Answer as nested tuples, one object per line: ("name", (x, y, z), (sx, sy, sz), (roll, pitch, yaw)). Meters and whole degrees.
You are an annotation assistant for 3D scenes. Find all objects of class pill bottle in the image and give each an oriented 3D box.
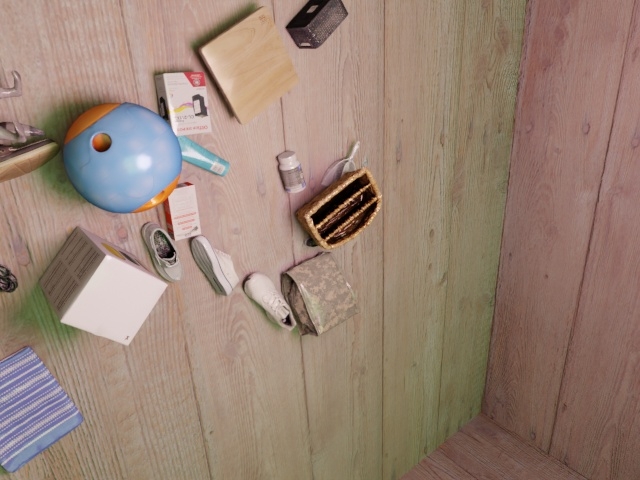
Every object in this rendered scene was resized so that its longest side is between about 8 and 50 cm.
("pill bottle", (-0.104, -0.247, 1.739), (0.078, 0.078, 0.137), (-33, 126, -27))

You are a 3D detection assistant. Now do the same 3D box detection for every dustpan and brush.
("dustpan and brush", (0.100, -0.295, 1.907), (0.147, 0.060, 0.211), (14, 97, -43))

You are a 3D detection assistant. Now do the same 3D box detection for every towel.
("towel", (-0.874, 0.496, 1.399), (0.243, 0.040, 0.336), (-34, 126, -27))

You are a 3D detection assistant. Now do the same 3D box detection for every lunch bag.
("lunch bag", (-0.011, 0.207, 1.933), (0.235, 0.169, 0.287), (-24, 96, -34))

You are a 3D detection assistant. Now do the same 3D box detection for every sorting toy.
("sorting toy", (-0.228, -0.542, 1.506), (0.257, 0.089, 0.255), (-44, 130, -20))

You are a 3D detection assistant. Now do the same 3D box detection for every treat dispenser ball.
("treat dispenser ball", (-0.509, -0.213, 1.259), (0.288, 0.288, 0.288), (-17, 117, -35))

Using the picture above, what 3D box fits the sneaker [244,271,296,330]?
("sneaker", (-0.178, 0.230, 1.832), (0.111, 0.129, 0.297), (-47, 130, -14))

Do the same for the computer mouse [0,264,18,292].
("computer mouse", (-0.926, 0.132, 1.195), (0.272, 0.072, 0.188), (-50, 131, -31))

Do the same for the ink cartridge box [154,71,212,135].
("ink cartridge box", (-0.399, -0.398, 1.416), (0.127, 0.072, 0.175), (-18, 111, -36))

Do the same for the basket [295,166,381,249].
("basket", (0.088, -0.103, 1.791), (0.299, 0.223, 0.213), (-38, 101, -8))

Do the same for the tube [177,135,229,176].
("tube", (-0.384, -0.266, 1.514), (0.207, 0.052, 0.080), (26, 76, -38))

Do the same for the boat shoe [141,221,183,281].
("boat shoe", (-0.489, 0.048, 1.522), (0.079, 0.081, 0.228), (-35, 126, -26))

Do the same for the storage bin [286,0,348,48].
("storage bin", (-0.011, -0.728, 1.596), (0.180, 0.122, 0.084), (-53, 132, -12))

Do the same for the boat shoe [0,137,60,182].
("boat shoe", (-0.783, -0.191, 1.164), (0.285, 0.103, 0.092), (-35, 94, -26))

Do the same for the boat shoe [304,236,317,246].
("boat shoe", (0.000, 0.000, 1.952), (0.142, 0.040, 0.049), (-17, 117, -35))

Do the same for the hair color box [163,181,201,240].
("hair color box", (-0.440, -0.092, 1.529), (0.093, 0.053, 0.167), (-19, 117, -36))

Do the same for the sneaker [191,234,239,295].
("sneaker", (-0.357, 0.072, 1.655), (0.091, 0.094, 0.258), (-53, 140, -37))

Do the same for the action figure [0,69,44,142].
("action figure", (-0.799, -0.205, 1.042), (0.330, 0.341, 0.178), (-19, 161, -8))

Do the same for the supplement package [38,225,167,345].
("supplement package", (-0.600, 0.120, 1.330), (0.199, 0.262, 0.198), (38, 81, -43))
